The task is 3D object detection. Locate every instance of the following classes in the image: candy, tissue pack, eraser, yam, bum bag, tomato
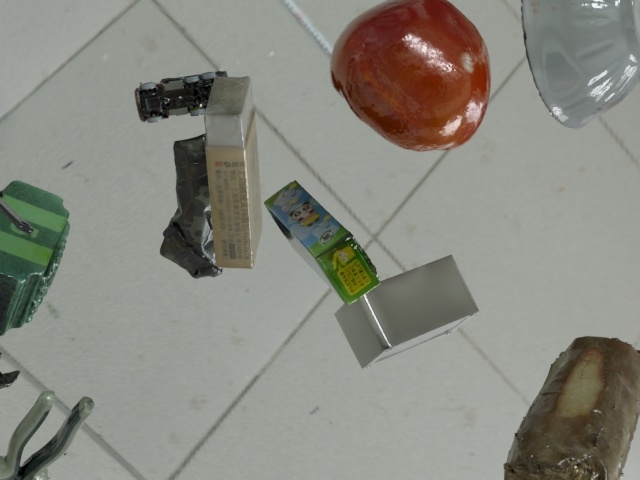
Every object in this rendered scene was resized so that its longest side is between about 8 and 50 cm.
[{"bbox_3d":[0.000,0.000,1.264,0.062,0.194,0.097,-37,124,-5],"label":"candy"},{"bbox_3d":[0.181,0.151,1.940,0.246,0.159,0.136,-19,74,-26],"label":"tissue pack"},{"bbox_3d":[-0.157,-0.117,1.689,0.078,0.343,0.144,2,39,3],"label":"eraser"},{"bbox_3d":[0.303,0.224,1.096,0.238,0.128,0.129,-51,138,-42],"label":"yam"},{"bbox_3d":[-0.264,-0.074,2.016,0.144,0.095,0.340,10,114,-2],"label":"bum bag"},{"bbox_3d":[0.140,-0.247,1.333,0.260,0.180,0.259,21,42,-20],"label":"tomato"}]

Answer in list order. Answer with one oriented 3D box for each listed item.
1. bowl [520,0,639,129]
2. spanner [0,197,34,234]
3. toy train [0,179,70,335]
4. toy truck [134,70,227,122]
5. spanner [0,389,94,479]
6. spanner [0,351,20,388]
[{"bbox_3d":[0.269,-0.204,0.875,0.189,0.086,0.189,8,80,-51],"label":"bowl"},{"bbox_3d":[-0.428,-0.061,1.205,0.012,0.208,0.046,-54,143,2],"label":"spanner"},{"bbox_3d":[-0.540,0.014,1.491,0.238,0.167,0.299,22,31,-12],"label":"toy train"},{"bbox_3d":[-0.281,-0.297,1.904,0.192,0.092,0.083,-11,107,-6],"label":"toy truck"},{"bbox_3d":[-0.464,0.347,1.474,0.096,0.325,0.040,20,34,-31],"label":"spanner"},{"bbox_3d":[-0.615,0.288,1.533,0.087,0.024,0.316,29,37,4],"label":"spanner"}]
